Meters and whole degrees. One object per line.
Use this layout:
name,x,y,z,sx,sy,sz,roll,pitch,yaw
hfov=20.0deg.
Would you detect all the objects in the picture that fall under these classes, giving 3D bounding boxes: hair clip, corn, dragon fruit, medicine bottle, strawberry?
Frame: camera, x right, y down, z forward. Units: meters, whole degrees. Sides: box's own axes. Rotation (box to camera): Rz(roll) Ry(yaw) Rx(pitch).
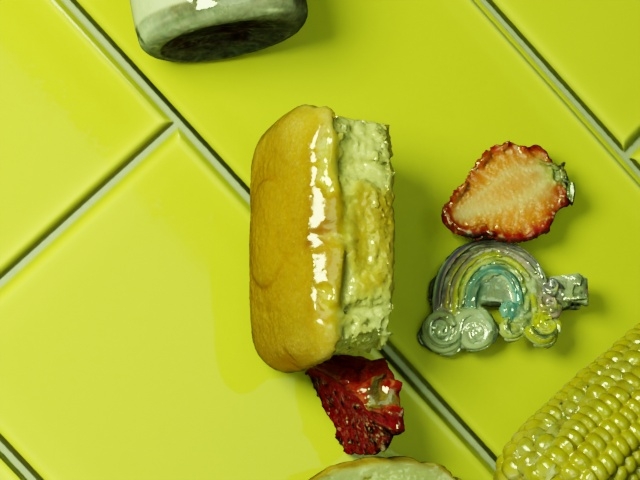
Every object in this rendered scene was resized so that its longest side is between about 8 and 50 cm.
hair clip,0.178,0.054,1.787,0.172,0.049,0.116,-1,66,-10
corn,0.293,0.171,1.755,0.347,0.130,0.130,-41,93,-26
dragon fruit,0.051,0.143,1.684,0.063,0.131,0.097,-24,94,-25
medicine bottle,-0.112,-0.316,1.701,0.165,0.165,0.273,-7,81,-19
strawberry,0.183,-0.043,1.799,0.152,0.048,0.104,-21,79,-20

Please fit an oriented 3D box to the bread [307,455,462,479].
bread,0.061,0.310,1.682,0.236,0.070,0.236,4,78,-18

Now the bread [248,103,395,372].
bread,0.000,0.000,1.669,0.121,0.174,0.245,5,82,-15
